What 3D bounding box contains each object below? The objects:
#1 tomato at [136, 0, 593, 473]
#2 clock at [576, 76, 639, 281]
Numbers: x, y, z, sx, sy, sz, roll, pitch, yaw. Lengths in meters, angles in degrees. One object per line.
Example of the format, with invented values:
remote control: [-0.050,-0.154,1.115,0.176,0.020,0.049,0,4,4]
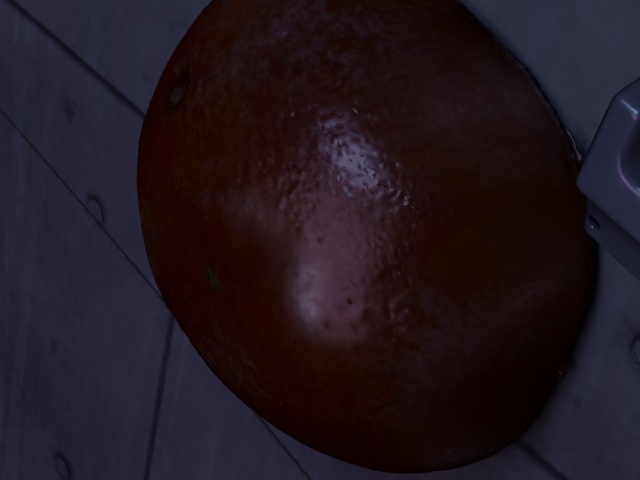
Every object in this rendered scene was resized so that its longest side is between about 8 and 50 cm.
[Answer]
tomato: [-0.008,-0.002,0.959,0.338,0.143,0.338,26,124,46]
clock: [0.221,-0.036,0.700,0.186,0.083,0.253,46,136,31]
